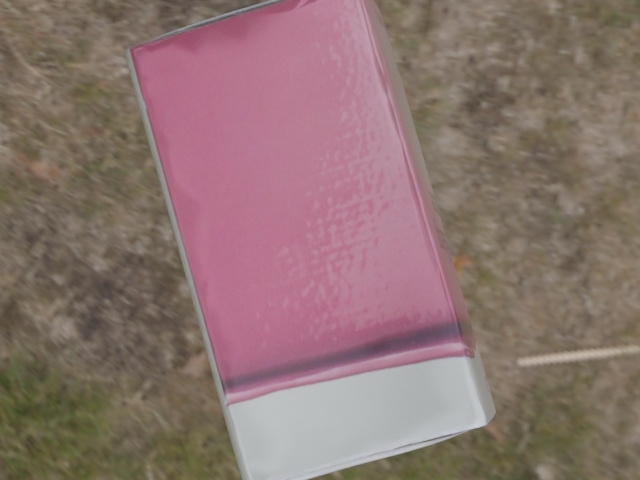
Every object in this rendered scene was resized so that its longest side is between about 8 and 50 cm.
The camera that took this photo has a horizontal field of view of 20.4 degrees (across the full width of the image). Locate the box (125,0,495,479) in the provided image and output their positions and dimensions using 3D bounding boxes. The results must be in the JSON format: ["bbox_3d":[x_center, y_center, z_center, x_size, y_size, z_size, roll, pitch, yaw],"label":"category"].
[{"bbox_3d":[0.000,0.000,0.928,0.127,0.148,0.232,-17,86,6],"label":"box"}]
